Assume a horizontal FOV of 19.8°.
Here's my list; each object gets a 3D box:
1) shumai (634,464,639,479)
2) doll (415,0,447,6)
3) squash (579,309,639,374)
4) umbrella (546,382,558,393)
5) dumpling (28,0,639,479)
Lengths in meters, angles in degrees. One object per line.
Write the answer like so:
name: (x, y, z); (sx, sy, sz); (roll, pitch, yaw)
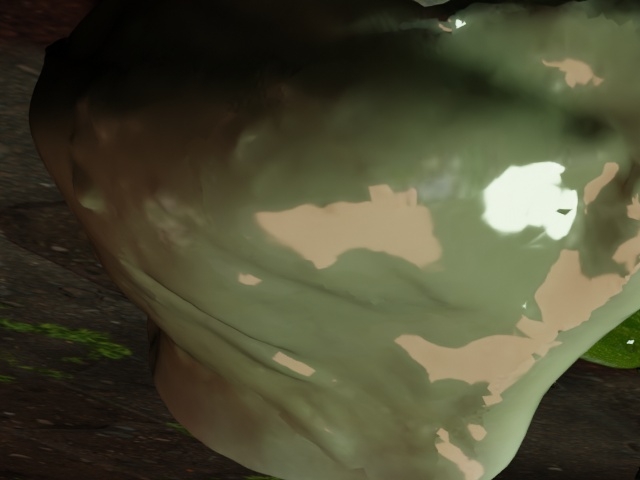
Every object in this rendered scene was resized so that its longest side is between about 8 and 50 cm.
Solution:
shumai: (0.289, 0.127, 1.177); (0.255, 0.189, 0.218); (-20, -166, -17)
doll: (0.027, -0.132, 0.492); (0.149, 0.095, 0.192); (8, 164, -25)
squash: (0.094, 0.022, 1.016); (0.318, 0.080, 0.071); (17, 159, -34)
umbrella: (0.149, 0.094, 1.363); (0.083, 0.020, 0.031); (20, -161, -37)
dumpling: (0.000, 0.000, 0.719); (0.187, 0.243, 0.318); (-18, -163, -41)
